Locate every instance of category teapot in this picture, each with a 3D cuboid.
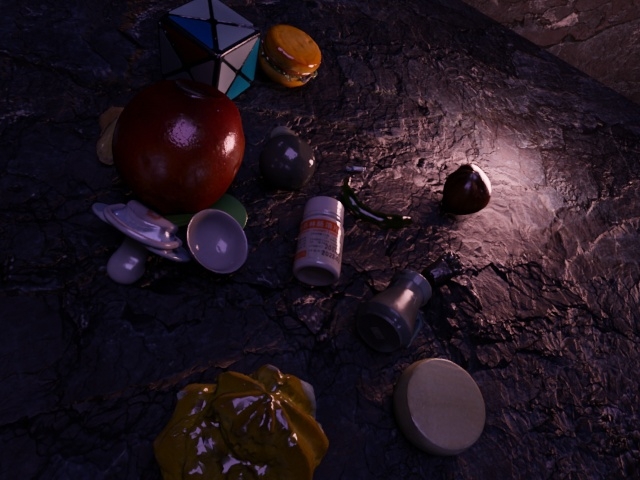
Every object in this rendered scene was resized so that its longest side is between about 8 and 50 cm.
[{"bbox_3d":[0.226,0.212,1.255,0.225,0.171,0.203,-41,112,-41],"label":"teapot"}]

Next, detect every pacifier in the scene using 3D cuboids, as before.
[{"bbox_3d":[-0.487,0.015,1.115,0.279,0.227,0.207,33,95,1],"label":"pacifier"}]

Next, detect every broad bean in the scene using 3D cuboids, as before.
[{"bbox_3d":[0.181,-0.114,1.490,0.292,0.049,0.144,36,54,4],"label":"broad bean"}]

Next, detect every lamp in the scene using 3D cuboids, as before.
[{"bbox_3d":[-0.100,-0.288,1.439,0.182,0.181,0.313,20,36,-8],"label":"lamp"}]

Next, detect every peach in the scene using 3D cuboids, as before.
[{"bbox_3d":[-0.377,-0.279,1.194,0.335,0.309,0.405,26,34,-8],"label":"peach"}]

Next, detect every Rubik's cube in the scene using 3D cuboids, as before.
[{"bbox_3d":[-0.380,-0.642,1.484,0.250,0.248,0.246,35,56,4],"label":"Rubik's cube"}]

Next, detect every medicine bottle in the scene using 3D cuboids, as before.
[{"bbox_3d":[0.000,0.000,1.300,0.145,0.144,0.251,17,55,-10],"label":"medicine bottle"}]

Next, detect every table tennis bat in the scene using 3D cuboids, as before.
[{"bbox_3d":[-0.344,-0.070,1.282,0.257,0.039,0.160,-11,65,-31],"label":"table tennis bat"}]

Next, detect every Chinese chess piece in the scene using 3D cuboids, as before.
[{"bbox_3d":[0.319,0.447,1.169,0.251,0.101,0.250,9,58,-15],"label":"Chinese chess piece"}]

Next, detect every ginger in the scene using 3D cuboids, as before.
[{"bbox_3d":[-0.630,-0.322,1.302,0.123,0.115,0.193,19,61,17],"label":"ginger"}]

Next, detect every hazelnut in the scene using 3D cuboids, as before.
[{"bbox_3d":[0.541,-0.183,1.593,0.204,0.178,0.178,-36,77,-25],"label":"hazelnut"}]

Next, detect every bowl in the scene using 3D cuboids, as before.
[{"bbox_3d":[-0.302,0.015,1.198,0.189,0.086,0.188,22,55,-36],"label":"bowl"}]

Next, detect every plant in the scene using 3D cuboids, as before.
[{"bbox_3d":[0.405,0.098,1.422,0.143,0.092,0.094,-30,67,-23],"label":"plant"}]

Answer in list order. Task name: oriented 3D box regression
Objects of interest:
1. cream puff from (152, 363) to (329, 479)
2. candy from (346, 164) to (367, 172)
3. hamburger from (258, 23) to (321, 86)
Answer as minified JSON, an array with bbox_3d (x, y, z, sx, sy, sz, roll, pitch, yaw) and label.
[{"bbox_3d":[-0.156,0.429,0.904,0.379,0.275,0.377,9,61,-16],"label":"cream puff"},{"bbox_3d":[0.132,-0.262,1.578,0.084,0.020,0.030,-3,63,-23],"label":"candy"},{"bbox_3d":[-0.123,-0.691,1.655,0.246,0.170,0.245,18,53,-25],"label":"hamburger"}]
